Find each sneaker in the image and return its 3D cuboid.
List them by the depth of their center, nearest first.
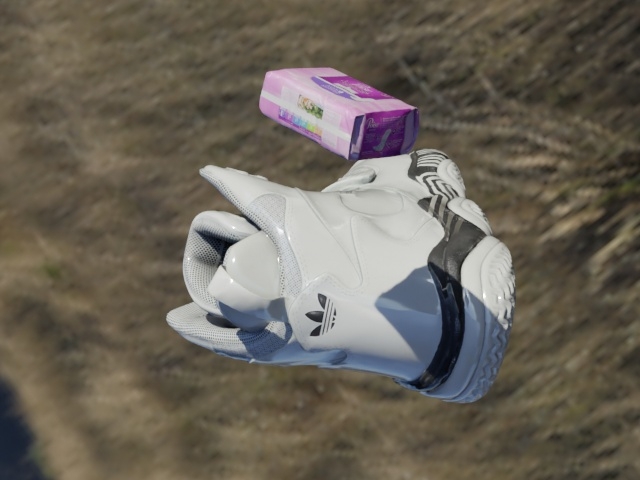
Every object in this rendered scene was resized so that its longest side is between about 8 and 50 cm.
[{"bbox_3d":[0.000,0.000,1.232,0.366,0.210,0.137,-119,41,-71],"label":"sneaker"}]

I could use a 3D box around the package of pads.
[{"bbox_3d":[0.010,-0.072,0.943,0.083,0.050,0.032,30,120,44],"label":"package of pads"}]
